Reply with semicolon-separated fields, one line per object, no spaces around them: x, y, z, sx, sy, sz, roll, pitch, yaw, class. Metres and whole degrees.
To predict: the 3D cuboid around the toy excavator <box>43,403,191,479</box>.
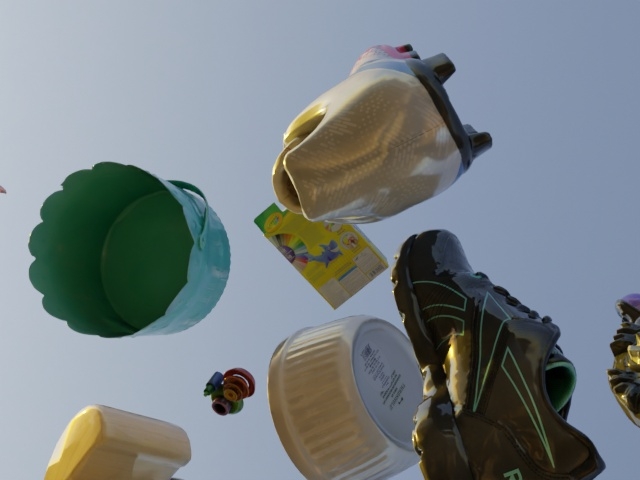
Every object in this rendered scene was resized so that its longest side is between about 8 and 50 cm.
-0.102;0.287;0.704;0.445;0.222;0.432;-29;-132;49;toy excavator

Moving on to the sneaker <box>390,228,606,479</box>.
0.115;0.082;0.752;0.106;0.101;0.267;-22;-142;13;sneaker

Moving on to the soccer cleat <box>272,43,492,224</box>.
0.028;-0.077;0.832;0.143;0.331;0.116;-27;-85;2;soccer cleat

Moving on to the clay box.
0.000;0.000;1.938;0.127;0.222;0.053;-39;-164;11;clay box

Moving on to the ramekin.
0.046;0.185;1.293;0.109;0.207;0.207;-28;-110;32;ramekin

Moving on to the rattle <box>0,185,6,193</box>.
-0.334;-0.052;0.739;0.130;0.200;0.142;-97;170;-53;rattle

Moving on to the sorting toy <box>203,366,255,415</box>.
-0.130;0.211;1.516;0.061;0.042;0.102;36;-48;2;sorting toy

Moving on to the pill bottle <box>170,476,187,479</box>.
-0.228;0.460;1.528;0.130;0.130;0.245;-40;-155;41;pill bottle

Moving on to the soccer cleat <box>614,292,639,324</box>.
0.538;0.131;1.434;0.318;0.109;0.116;29;-93;29;soccer cleat

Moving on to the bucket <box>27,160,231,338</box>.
-0.282;0.022;1.704;0.281;0.183;0.281;-2;-97;19;bucket

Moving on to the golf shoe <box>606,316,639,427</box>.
0.249;0.063;0.578;0.105;0.273;0.120;-6;-80;46;golf shoe
